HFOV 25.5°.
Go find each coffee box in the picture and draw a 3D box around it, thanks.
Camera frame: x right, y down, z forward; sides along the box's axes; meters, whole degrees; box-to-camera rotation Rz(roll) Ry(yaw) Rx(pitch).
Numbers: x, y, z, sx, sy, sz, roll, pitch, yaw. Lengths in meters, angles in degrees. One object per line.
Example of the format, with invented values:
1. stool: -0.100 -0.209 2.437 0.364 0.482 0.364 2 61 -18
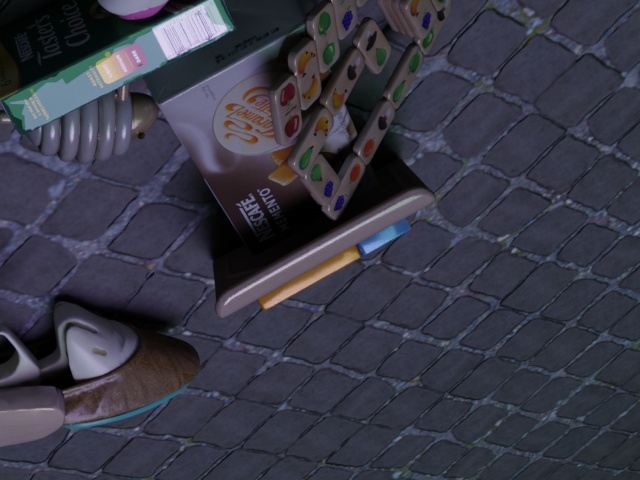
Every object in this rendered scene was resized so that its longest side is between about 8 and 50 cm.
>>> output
1. coffee box: -0.054 -0.112 1.234 0.141 0.098 0.246 -28 146 -1
2. coffee box: -0.164 -0.159 1.084 0.184 0.113 0.040 -26 128 0

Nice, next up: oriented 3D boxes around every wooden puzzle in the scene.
1. wooden puzzle: 0.000 0.000 1.351 0.221 0.044 0.238 -29 -171 1

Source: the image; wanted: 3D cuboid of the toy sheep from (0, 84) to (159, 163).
1. toy sheep: -0.198 -0.105 1.161 0.132 0.091 0.091 0 139 -13

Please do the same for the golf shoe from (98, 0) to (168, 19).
1. golf shoe: -0.137 -0.284 0.941 0.140 0.115 0.306 -10 134 -32

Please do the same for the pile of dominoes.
1. pile of dominoes: 0.050 -0.155 1.180 0.251 0.040 0.196 -62 152 -12

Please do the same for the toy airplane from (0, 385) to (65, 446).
1. toy airplane: -0.467 0.158 1.181 0.384 0.272 0.386 -17 165 37

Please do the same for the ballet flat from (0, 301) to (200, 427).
1. ballet flat: -0.287 0.129 1.400 0.342 0.116 0.124 -14 124 -14
